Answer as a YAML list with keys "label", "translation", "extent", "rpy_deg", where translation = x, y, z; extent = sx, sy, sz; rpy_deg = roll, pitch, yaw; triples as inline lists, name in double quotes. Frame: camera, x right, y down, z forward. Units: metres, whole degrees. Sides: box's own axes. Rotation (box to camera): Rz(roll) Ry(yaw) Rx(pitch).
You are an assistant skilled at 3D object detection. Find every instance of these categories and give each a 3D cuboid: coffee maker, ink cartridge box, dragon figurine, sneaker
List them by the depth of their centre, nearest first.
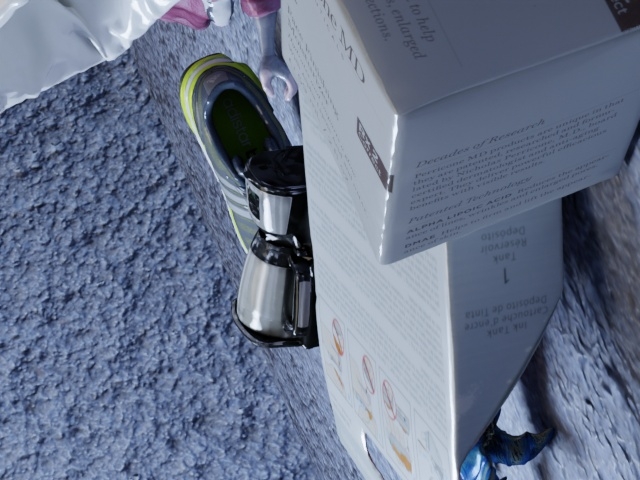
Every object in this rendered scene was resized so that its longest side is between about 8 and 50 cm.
- label: "ink cartridge box"
  translation: [0.076, 0.030, 1.190]
  extent: [0.308, 0.091, 0.385]
  rpy_deg: [-132, 32, -63]
- label: "dragon figurine"
  translation: [0.125, 0.158, 1.332]
  extent: [0.144, 0.085, 0.289]
  rpy_deg: [50, 157, 7]
- label: "coffee maker"
  translation: [0.000, 0.000, 1.645]
  extent: [0.120, 0.171, 0.178]
  rpy_deg: [33, 127, 37]
- label: "sneaker"
  translation: [-0.061, -0.058, 1.819]
  extent: [0.300, 0.111, 0.121]
  rpy_deg: [59, 180, -11]

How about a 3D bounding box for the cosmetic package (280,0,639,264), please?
- label: "cosmetic package"
  translation: [0.074, -0.107, 0.883]
  extent: [0.183, 0.151, 0.151]
  rpy_deg: [90, 157, -66]

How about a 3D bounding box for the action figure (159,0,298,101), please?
- label: "action figure"
  translation: [-0.128, -0.302, 1.717]
  extent: [0.370, 0.248, 0.275]
  rpy_deg: [-155, 79, -68]

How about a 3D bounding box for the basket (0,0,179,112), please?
- label: "basket"
  translation: [-0.270, -0.277, 1.407]
  extent: [0.328, 0.331, 0.266]
  rpy_deg: [-34, 90, 46]
